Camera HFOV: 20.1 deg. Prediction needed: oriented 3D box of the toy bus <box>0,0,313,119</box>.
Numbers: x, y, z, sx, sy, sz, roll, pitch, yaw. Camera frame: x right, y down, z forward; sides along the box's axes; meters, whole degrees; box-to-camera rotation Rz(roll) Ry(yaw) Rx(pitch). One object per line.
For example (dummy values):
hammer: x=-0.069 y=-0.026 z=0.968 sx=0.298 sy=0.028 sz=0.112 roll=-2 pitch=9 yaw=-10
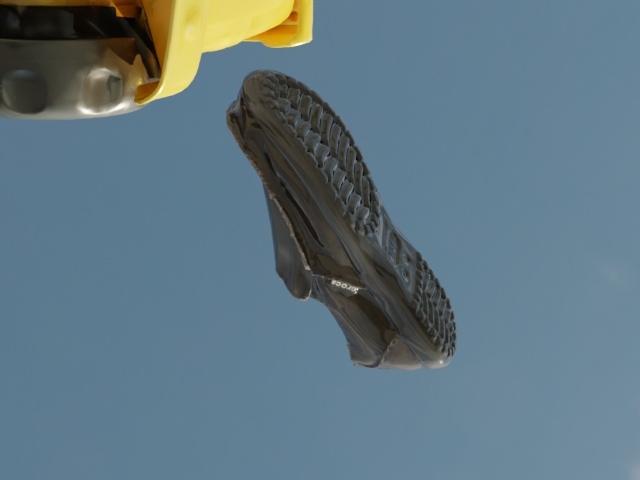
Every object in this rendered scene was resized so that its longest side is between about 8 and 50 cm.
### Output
toy bus: x=-0.102 y=-0.134 z=0.682 sx=0.220 sy=0.211 sz=0.149 roll=7 pitch=-77 yaw=25

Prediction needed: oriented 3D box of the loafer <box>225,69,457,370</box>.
loafer: x=0.000 y=0.000 z=1.080 sx=0.078 sy=0.220 sz=0.080 roll=-24 pitch=-158 yaw=22
